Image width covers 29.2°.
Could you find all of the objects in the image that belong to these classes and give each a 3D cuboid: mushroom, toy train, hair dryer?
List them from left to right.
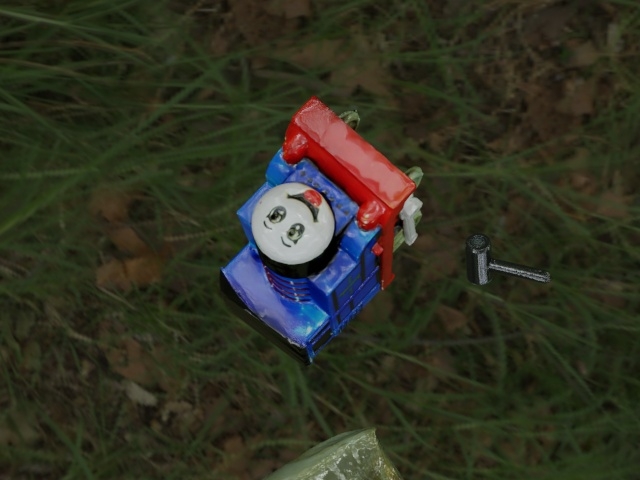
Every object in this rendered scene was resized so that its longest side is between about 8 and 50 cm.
[{"bbox_3d":[-0.061,0.296,1.237,0.312,0.081,0.100,-32,109,-3],"label":"mushroom"},{"bbox_3d":[0.000,0.000,0.769,0.083,0.204,0.131,43,81,12],"label":"toy train"},{"bbox_3d":[0.174,0.025,1.137,0.026,0.083,0.047,-55,150,-35],"label":"hair dryer"}]
